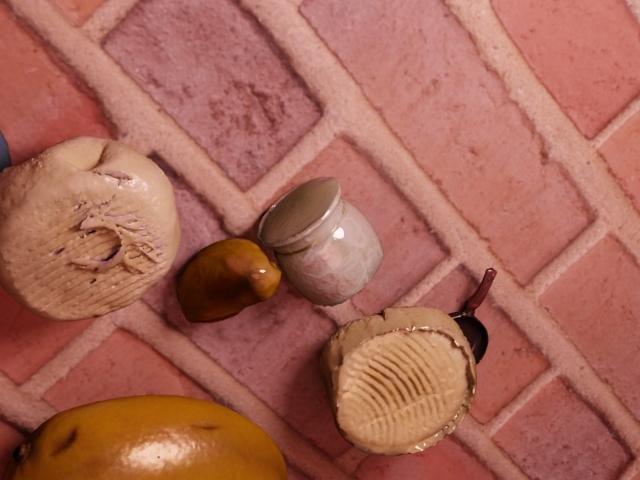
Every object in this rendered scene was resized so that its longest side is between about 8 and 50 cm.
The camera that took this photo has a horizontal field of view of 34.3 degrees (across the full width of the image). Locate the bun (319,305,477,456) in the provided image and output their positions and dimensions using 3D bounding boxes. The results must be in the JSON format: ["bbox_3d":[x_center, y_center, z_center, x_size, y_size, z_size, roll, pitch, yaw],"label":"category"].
[{"bbox_3d":[0.120,0.209,1.642,0.259,0.152,0.259,-5,113,-12],"label":"bun"}]

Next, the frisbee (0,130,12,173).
[{"bbox_3d":[-0.530,-0.068,1.306,0.290,0.049,0.289,-16,128,-21],"label":"frisbee"}]

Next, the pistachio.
[{"bbox_3d":[-0.134,0.053,1.505,0.100,0.189,0.110,-28,90,-49],"label":"pistachio"}]

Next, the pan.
[{"bbox_3d":[0.238,0.128,1.711,0.115,0.040,0.212,8,118,-22],"label":"pan"}]

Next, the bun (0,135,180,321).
[{"bbox_3d":[-0.315,-0.021,1.376,0.273,0.168,0.273,-10,129,-12],"label":"bun"}]

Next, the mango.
[{"bbox_3d":[-0.252,0.375,1.549,0.445,0.220,0.301,5,109,-25],"label":"mango"}]

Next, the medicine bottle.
[{"bbox_3d":[0.000,0.000,1.506,0.147,0.147,0.143,-38,117,0],"label":"medicine bottle"}]
